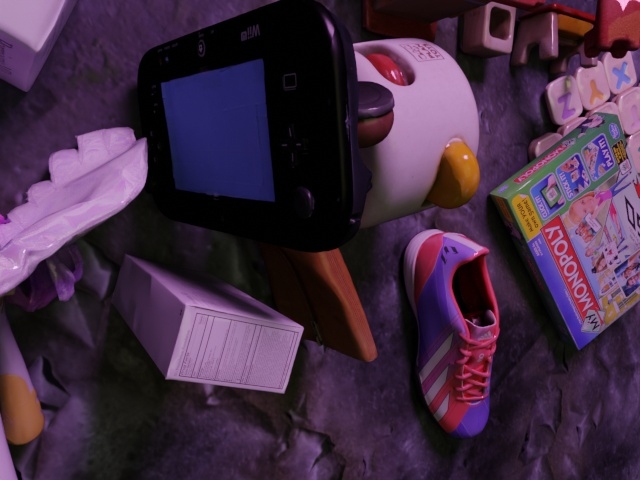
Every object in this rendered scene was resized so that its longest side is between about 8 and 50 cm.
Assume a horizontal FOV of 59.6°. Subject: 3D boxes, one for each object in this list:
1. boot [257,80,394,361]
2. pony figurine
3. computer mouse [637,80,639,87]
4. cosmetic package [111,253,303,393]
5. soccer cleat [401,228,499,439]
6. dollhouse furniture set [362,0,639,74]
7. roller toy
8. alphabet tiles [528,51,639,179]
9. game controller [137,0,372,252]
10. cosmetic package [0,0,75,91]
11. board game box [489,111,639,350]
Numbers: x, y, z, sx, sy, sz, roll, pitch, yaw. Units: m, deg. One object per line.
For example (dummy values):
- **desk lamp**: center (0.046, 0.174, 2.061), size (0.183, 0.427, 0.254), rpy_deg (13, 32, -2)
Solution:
- **boot**: center (0.000, 0.000, 0.552), size (0.096, 0.264, 0.281), rpy_deg (-28, 108, -39)
- **pony figurine**: center (-0.263, 0.038, 0.399), size (0.302, 0.351, 0.364), rpy_deg (-4, 117, -25)
- **computer mouse**: center (0.578, -0.179, 0.975), size (0.071, 0.041, 0.242), rpy_deg (-5, 99, -28)
- **cosmetic package**: center (-0.117, 0.067, 0.507), size (0.098, 0.239, 0.061), rpy_deg (18, 88, -29)
- **soccer cleat**: center (0.193, 0.143, 0.760), size (0.108, 0.116, 0.319), rpy_deg (-19, 105, -26)
- **dollhouse furniture set**: center (0.253, -0.320, 0.683), size (0.373, 0.201, 0.152), rpy_deg (0, 97, -28)
- **roller toy**: center (0.070, -0.119, 0.611), size (0.146, 0.209, 0.191), rpy_deg (-17, 96, -27)
- **alphabet tiles**: center (0.465, -0.152, 0.899), size (0.284, 0.021, 0.278), rpy_deg (-29, 110, -12)
- **game controller**: center (-0.079, -0.089, 0.463), size (0.067, 0.319, 0.167), rpy_deg (-24, 111, -34)
- **cosmetic package**: center (-0.342, -0.267, 0.354), size (0.384, 0.217, 0.156), rpy_deg (28, 82, -27)
- **board game box**: center (0.419, -0.007, 0.881), size (0.213, 0.046, 0.317), rpy_deg (-37, 114, -7)
